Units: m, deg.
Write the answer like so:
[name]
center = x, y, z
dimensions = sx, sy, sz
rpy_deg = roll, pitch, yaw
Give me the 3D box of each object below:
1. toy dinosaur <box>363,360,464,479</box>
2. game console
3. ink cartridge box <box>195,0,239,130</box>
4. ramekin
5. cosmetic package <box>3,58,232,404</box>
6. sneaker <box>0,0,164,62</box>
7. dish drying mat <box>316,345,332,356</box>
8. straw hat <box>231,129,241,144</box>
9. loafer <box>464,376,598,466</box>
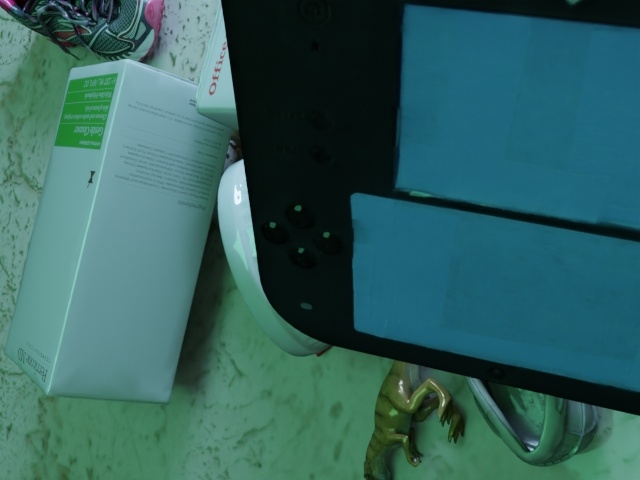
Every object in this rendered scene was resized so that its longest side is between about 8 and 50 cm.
[toy dinosaur]
center = 0.084, 0.147, 0.738
dimensions = 0.112, 0.064, 0.212
rpy_deg = 11, 88, 35
[game console]
center = 0.133, -0.020, 0.480
dimensions = 0.386, 0.342, 0.060
rpy_deg = 11, 50, 14
[ink cartridge box]
center = -0.019, -0.190, 0.760
dimensions = 0.218, 0.092, 0.159
rpy_deg = 12, 86, 46
[ramekin]
center = 0.000, 0.000, 0.737
dimensions = 0.109, 0.207, 0.207
rpy_deg = -21, 71, 19
[cosmetic package]
center = -0.240, -0.011, 0.897
dimensions = 0.197, 0.155, 0.366
rpy_deg = 10, 86, 53
[sneaker]
center = -0.339, -0.321, 1.062
dimensions = 0.299, 0.112, 0.121
rpy_deg = 12, 89, 33
[dish drying mat]
center = -0.011, 0.087, 0.843
dimensions = 0.032, 0.008, 0.083
rpy_deg = -39, 63, 21
[straw hat]
center = -0.079, -0.182, 0.899
dimensions = 0.144, 0.061, 0.145
rpy_deg = -5, 80, 32
[loafer]
center = 0.154, 0.041, 0.679
dimensions = 0.112, 0.111, 0.319
rpy_deg = -31, 67, 25
